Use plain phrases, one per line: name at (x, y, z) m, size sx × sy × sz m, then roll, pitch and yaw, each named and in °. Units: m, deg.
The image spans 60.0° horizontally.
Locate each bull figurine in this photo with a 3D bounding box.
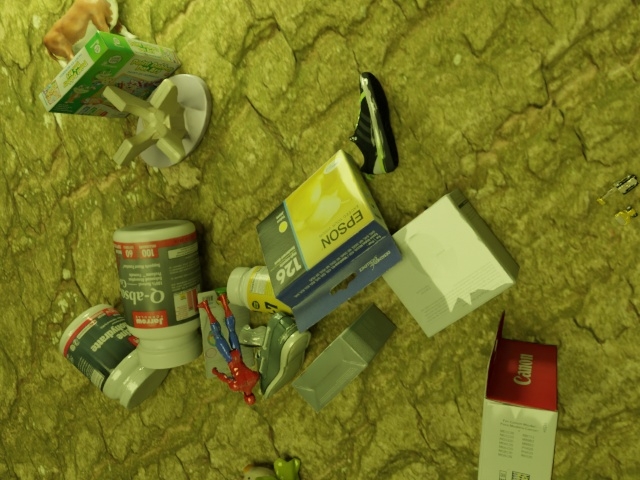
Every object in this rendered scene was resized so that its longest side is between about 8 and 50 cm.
bull figurine at (-0.595, -0.562, 1.448) m, size 0.310 × 0.101 × 0.188 m, roll -34°, pitch 89°, yaw 25°

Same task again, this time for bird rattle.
bird rattle at (-0.126, 0.724, 1.559) m, size 0.207 × 0.143 × 0.253 m, roll 8°, pitch 118°, yaw 33°

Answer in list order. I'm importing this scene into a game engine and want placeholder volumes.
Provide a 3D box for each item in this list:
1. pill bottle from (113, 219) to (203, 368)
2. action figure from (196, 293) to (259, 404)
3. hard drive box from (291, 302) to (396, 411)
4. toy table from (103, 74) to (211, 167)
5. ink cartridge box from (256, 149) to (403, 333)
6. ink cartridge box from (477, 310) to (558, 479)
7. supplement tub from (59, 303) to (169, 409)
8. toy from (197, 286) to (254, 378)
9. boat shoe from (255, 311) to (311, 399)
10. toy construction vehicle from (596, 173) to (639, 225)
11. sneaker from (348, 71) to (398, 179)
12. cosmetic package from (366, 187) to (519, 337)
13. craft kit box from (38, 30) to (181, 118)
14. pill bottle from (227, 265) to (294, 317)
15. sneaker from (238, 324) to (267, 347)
pill bottle at (-0.417, 0.137, 1.472) m, size 0.210 × 0.210 × 0.363 m, roll 0°, pitch 102°, yaw 23°
action figure at (-0.238, 0.290, 1.420) m, size 0.139 × 0.091 × 0.280 m, roll -39°, pitch 72°, yaw 55°
hard drive box at (0.060, 0.265, 1.286) m, size 0.089 × 0.232 × 0.181 m, roll 45°, pitch 114°, yaw 8°
toy table at (-0.404, -0.291, 1.390) m, size 0.252 × 0.161 × 0.274 m, roll 33°, pitch 113°, yaw 8°
ink cartridge box at (0.000, 0.000, 1.251) m, size 0.303 × 0.072 × 0.307 m, roll -39°, pitch 47°, yaw 22°
ink cartridge box at (0.403, 0.318, 1.109) m, size 0.130 × 0.309 × 0.272 m, roll 5°, pitch 104°, yaw 22°
supplement tub at (-0.591, 0.332, 1.601) m, size 0.272 × 0.191 × 0.191 m, roll 38°, pitch 113°, yaw 11°
toy at (-0.259, 0.238, 1.498) m, size 0.056 × 0.137 × 0.237 m, roll 23°, pitch 119°, yaw 59°
boat shoe at (-0.108, 0.293, 1.403) m, size 0.099 × 0.116 × 0.319 m, roll 42°, pitch 141°, yaw 20°
toy construction vehicle at (0.609, -0.083, 1.087) m, size 0.086 × 0.035 × 0.098 m, roll 43°, pitch 117°, yaw -3°
sneaker at (0.101, -0.251, 1.232) m, size 0.097 × 0.084 × 0.234 m, roll -9°, pitch 98°, yaw 26°
cosmetic package at (0.266, 0.046, 1.200) m, size 0.224 × 0.138 × 0.224 m, roll -38°, pitch 84°, yaw 26°
craft kit box at (-0.512, -0.397, 1.368) m, size 0.246 × 0.250 × 0.061 m, roll -35°, pitch 82°, yaw 26°
pill bottle at (-0.120, 0.126, 1.394) m, size 0.208 × 0.119 × 0.119 m, roll 6°, pitch 104°, yaw 22°
sneaker at (-0.143, 0.257, 1.470) m, size 0.152 × 0.053 × 0.061 m, roll 8°, pitch 68°, yaw 7°
